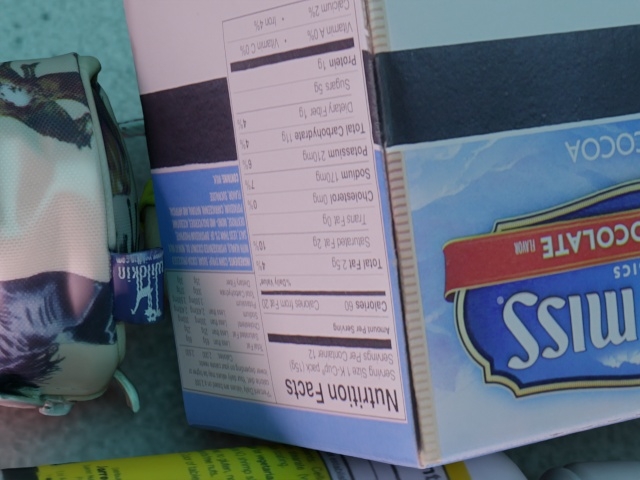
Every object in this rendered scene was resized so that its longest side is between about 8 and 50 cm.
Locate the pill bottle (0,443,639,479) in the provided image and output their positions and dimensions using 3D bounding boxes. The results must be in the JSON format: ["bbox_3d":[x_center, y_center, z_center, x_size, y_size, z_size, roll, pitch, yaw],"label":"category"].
[{"bbox_3d":[-0.002,0.186,0.831,0.333,0.188,0.188,-3,67,-12],"label":"pill bottle"}]

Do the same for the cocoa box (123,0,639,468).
[{"bbox_3d":[0.117,-0.040,0.859,0.347,0.231,0.228,-9,93,-29],"label":"cocoa box"}]

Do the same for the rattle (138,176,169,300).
[{"bbox_3d":[0.000,0.000,0.944,0.130,0.143,0.200,-21,62,-42],"label":"rattle"}]

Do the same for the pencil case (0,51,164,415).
[{"bbox_3d":[-0.286,0.026,0.862,0.410,0.160,0.184,-10,83,-14],"label":"pencil case"}]
